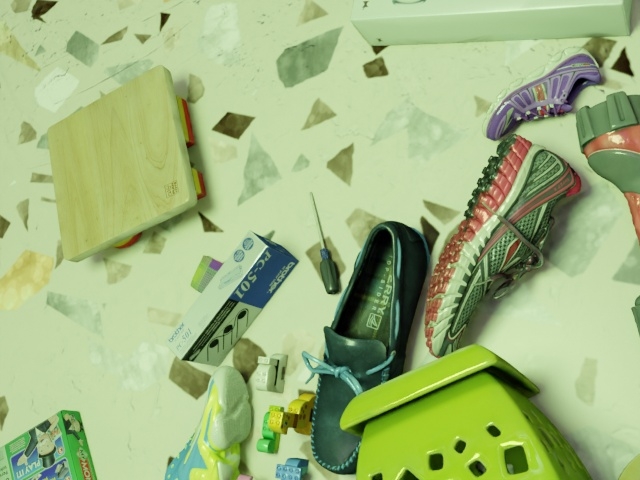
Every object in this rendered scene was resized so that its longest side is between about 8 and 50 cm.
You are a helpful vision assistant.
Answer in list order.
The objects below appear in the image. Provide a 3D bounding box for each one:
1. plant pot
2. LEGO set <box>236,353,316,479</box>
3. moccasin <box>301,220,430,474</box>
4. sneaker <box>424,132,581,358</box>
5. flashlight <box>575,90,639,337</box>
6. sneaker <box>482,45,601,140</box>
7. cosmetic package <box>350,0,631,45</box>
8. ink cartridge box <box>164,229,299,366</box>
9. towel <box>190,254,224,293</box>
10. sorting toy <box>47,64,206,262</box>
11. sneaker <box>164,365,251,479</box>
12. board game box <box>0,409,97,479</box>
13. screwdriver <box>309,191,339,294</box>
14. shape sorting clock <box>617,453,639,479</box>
[{"bbox_3d":[0.165,0.252,0.856,0.227,0.228,0.207,-29,58,18],"label":"plant pot"},{"bbox_3d":[-0.063,0.266,1.036,0.087,0.093,0.227,1,77,27],"label":"LEGO set"},{"bbox_3d":[0.043,0.134,1.005,0.138,0.117,0.341,7,80,28],"label":"moccasin"},{"bbox_3d":[0.219,0.020,0.955,0.112,0.121,0.299,26,98,0],"label":"sneaker"},{"bbox_3d":[0.380,-0.021,0.893,0.103,0.103,0.303,-3,75,-16],"label":"flashlight"},{"bbox_3d":[0.290,-0.184,1.000,0.170,0.068,0.071,-36,69,13],"label":"sneaker"},{"bbox_3d":[0.248,-0.428,1.072,0.377,0.097,0.284,5,81,28],"label":"cosmetic package"},{"bbox_3d":[-0.129,0.089,1.117,0.046,0.097,0.207,40,96,30],"label":"ink cartridge box"},{"bbox_3d":[-0.164,0.063,1.192,0.083,0.009,0.060,24,89,31],"label":"towel"},{"bbox_3d":[-0.319,-0.118,1.275,0.256,0.089,0.257,-23,67,20],"label":"sorting toy"},{"bbox_3d":[-0.171,0.300,1.084,0.126,0.091,0.240,-7,74,26],"label":"sneaker"},{"bbox_3d":[-0.496,0.443,1.235,0.317,0.046,0.213,-31,65,16],"label":"board game box"},{"bbox_3d":[0.000,0.000,1.118,0.024,0.025,0.169,-22,68,20],"label":"screwdriver"},{"bbox_3d":[0.396,0.307,0.777,0.206,0.040,0.206,2,64,-4],"label":"shape sorting clock"}]
